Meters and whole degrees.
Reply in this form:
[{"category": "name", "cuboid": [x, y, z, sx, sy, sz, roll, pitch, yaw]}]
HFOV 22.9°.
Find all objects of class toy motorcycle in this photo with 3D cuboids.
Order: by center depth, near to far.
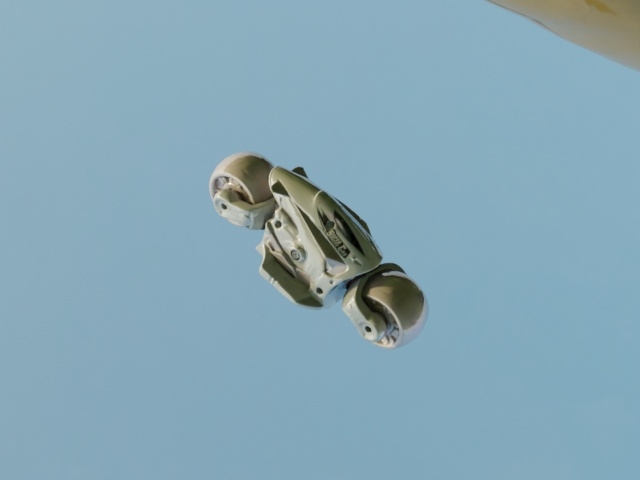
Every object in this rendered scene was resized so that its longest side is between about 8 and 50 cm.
[{"category": "toy motorcycle", "cuboid": [0.000, 0.000, 1.484, 0.254, 0.112, 0.112, 40, -126, 14]}]

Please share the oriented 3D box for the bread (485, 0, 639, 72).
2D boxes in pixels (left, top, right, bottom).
[{"category": "bread", "cuboid": [0.052, -0.104, 0.358, 0.305, 0.142, 0.091, 21, -119, -13]}]
